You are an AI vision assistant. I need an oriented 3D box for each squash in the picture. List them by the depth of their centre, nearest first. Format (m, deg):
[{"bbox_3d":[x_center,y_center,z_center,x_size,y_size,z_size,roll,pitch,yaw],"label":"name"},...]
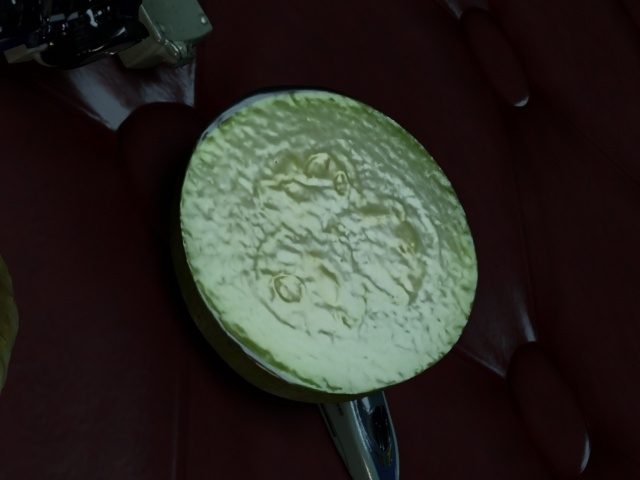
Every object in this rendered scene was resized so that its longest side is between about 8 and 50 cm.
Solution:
[{"bbox_3d":[0.000,0.000,0.947,0.252,0.049,0.252,11,65,-24],"label":"squash"}]

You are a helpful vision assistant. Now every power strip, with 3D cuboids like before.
[{"bbox_3d":[-0.179,-0.258,0.969,0.286,0.048,0.080,61,29,-1],"label":"power strip"}]

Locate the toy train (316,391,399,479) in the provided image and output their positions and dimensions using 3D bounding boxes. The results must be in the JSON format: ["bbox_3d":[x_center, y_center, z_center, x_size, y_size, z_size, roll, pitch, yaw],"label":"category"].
[{"bbox_3d":[0.017,0.092,0.975,0.055,0.048,0.252,-12,76,-55],"label":"toy train"}]

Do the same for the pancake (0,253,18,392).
[{"bbox_3d":[-0.277,-0.040,0.496,0.356,0.065,0.356,30,4,-2],"label":"pancake"}]

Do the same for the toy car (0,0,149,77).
[{"bbox_3d":[-0.218,-0.183,0.791,0.301,0.118,0.193,-34,103,-59],"label":"toy car"}]
